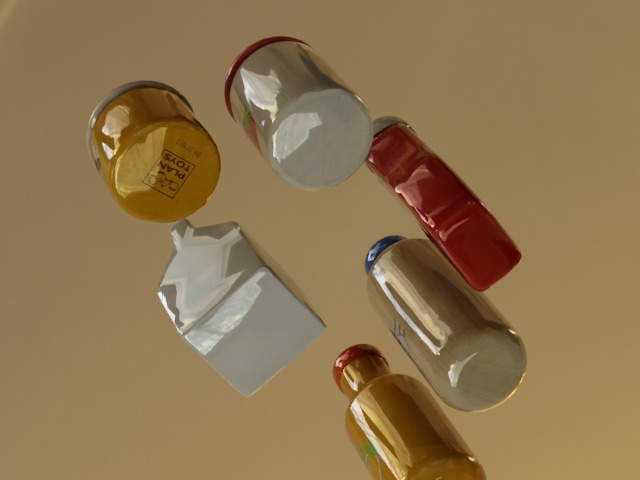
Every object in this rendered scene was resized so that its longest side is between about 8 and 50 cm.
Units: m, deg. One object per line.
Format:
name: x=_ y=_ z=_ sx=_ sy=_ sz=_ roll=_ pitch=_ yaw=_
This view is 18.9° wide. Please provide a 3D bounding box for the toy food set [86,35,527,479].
toy food set: x=0.000 y=0.000 z=0.736 sx=0.111 sy=0.232 sz=0.104 roll=-42 pitch=-146 yaw=4
